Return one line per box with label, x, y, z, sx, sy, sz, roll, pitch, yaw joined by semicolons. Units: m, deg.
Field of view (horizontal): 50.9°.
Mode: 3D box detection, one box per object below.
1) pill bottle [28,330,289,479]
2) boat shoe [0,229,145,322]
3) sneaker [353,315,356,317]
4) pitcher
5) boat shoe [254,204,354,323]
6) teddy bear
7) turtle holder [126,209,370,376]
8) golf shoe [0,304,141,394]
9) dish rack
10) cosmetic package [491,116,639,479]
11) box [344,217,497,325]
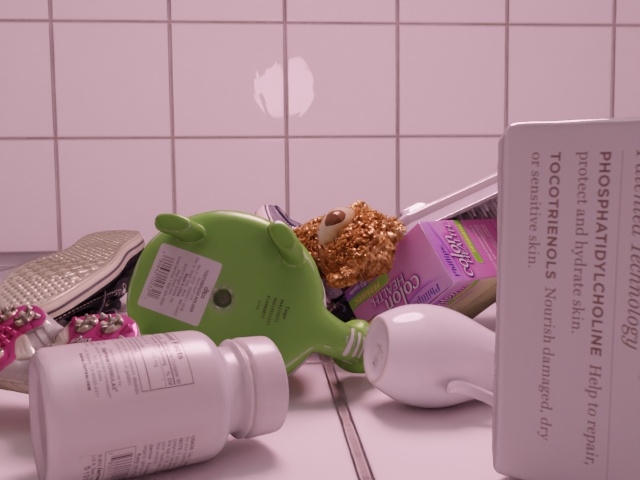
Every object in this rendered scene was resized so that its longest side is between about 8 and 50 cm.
pill bottle;-0.155;0.156;0.658;0.229;0.131;0.131;-3;5;-30
boat shoe;-0.483;0.096;1.376;0.187;0.155;0.500;1;12;3
sneaker;0.081;0.098;1.392;0.286;0.130;0.109;3;3;23
pitcher;0.169;0.155;0.812;0.207;0.125;0.178;10;17;-15
boat shoe;0.004;0.010;1.357;0.340;0.158;0.127;53;7;34
teddy bear;0.000;0.000;1.129;0.245;0.113;0.338;-17;8;-7
turtle holder;-0.088;0.084;0.926;0.321;0.243;0.227;-10;-13;1
golf shoe;-0.317;0.158;0.810;0.306;0.140;0.115;2;42;34
dish rack;0.269;-0.036;1.231;0.333;0.072;0.285;-25;-23;-5
cosmetic package;0.406;0.059;0.588;0.394;0.327;0.329;5;7;42
box;0.206;0.070;1.155;0.243;0.117;0.213;-5;-31;-42
